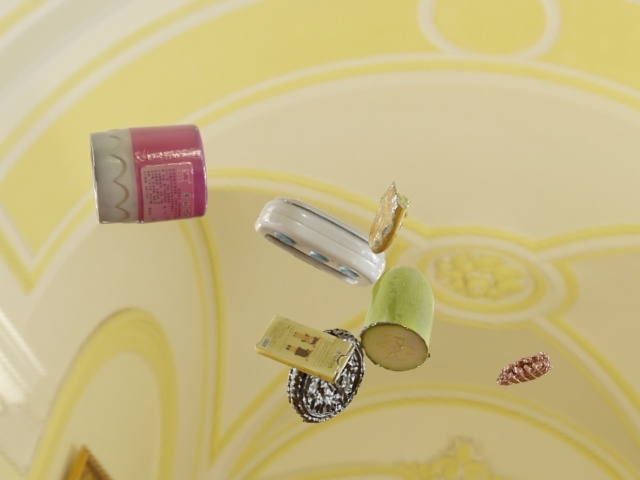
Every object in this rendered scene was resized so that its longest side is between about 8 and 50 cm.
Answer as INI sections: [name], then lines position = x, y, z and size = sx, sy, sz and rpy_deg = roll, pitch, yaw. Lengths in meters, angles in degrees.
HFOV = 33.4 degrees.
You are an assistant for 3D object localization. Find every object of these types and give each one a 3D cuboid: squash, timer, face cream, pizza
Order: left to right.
[face cream]
position = -0.310, -0.118, 1.913
size = 0.195, 0.175, 0.175
rpy_deg = -7, -28, -13
[timer]
position = 0.000, 0.000, 2.076
size = 0.262, 0.087, 0.237
rpy_deg = 28, -7, -4
[pizza]
position = 0.113, -0.036, 1.696
size = 0.036, 0.099, 0.160
rpy_deg = 18, -30, -8
[squash]
position = 0.133, 0.118, 1.809
size = 0.123, 0.186, 0.123
rpy_deg = 6, -46, 7

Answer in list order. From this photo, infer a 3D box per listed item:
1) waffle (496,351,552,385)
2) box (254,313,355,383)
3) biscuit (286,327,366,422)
[waffle]
position = 0.296, 0.189, 1.548
size = 0.083, 0.029, 0.075
rpy_deg = -11, -24, -19
[box]
position = -0.025, 0.173, 1.703
size = 0.149, 0.073, 0.020
rpy_deg = 20, -34, 21
[biscuit]
position = 0.012, 0.258, 2.044
size = 0.053, 0.194, 0.194
rpy_deg = 25, -18, 43
